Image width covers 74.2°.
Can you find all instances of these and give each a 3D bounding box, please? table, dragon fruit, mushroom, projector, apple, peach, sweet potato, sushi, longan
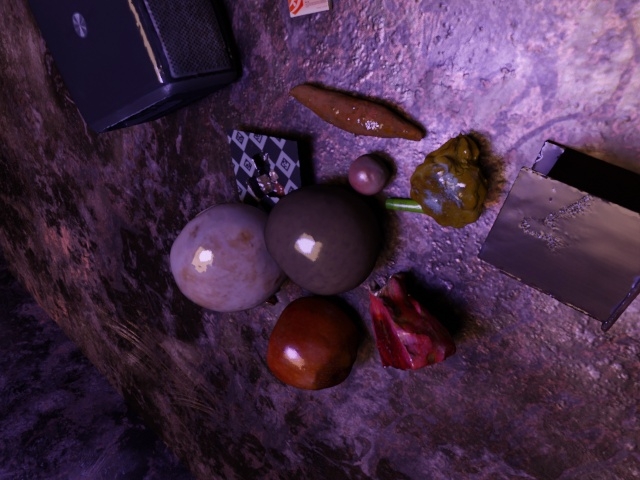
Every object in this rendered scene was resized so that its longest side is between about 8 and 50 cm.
[{"bbox_3d":[0.367,-0.016,0.616,0.193,0.169,0.173,30,129,22],"label":"table"},{"bbox_3d":[0.182,0.164,0.887,0.262,0.134,0.212,113,134,-77],"label":"dragon fruit"},{"bbox_3d":[-0.224,0.022,1.080,0.290,0.297,0.298,-113,27,-51],"label":"mushroom"},{"bbox_3d":[-0.429,-0.490,0.957,0.394,0.242,0.406,-6,111,38],"label":"projector"},{"bbox_3d":[-0.017,0.261,1.047,0.229,0.230,0.230,19,123,31],"label":"apple"},{"bbox_3d":[0.094,-0.129,0.838,0.083,0.083,0.083,19,123,31],"label":"peach"},{"bbox_3d":[0.049,-0.245,0.823,0.314,0.066,0.072,25,86,28],"label":"sweet potato"},{"bbox_3d":[-0.116,-0.155,1.019,0.231,0.047,0.220,20,129,35],"label":"sushi"},{"bbox_3d":[0.000,0.000,0.886,0.248,0.248,0.248,19,123,31],"label":"longan"}]

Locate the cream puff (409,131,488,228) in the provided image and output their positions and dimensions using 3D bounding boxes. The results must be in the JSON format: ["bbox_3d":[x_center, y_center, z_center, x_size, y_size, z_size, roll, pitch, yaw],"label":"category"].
[{"bbox_3d":[0.230,-0.103,0.731,0.146,0.116,0.146,37,161,15],"label":"cream puff"}]

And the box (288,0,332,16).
[{"bbox_3d":[-0.022,-0.460,0.798,0.093,0.015,0.058,10,120,34],"label":"box"}]

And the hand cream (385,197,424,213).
[{"bbox_3d":[0.188,-0.068,0.836,0.121,0.023,0.036,9,115,31],"label":"hand cream"}]

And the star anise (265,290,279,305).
[{"bbox_3d":[-0.208,0.139,1.227,0.190,0.070,0.097,8,129,22],"label":"star anise"}]
